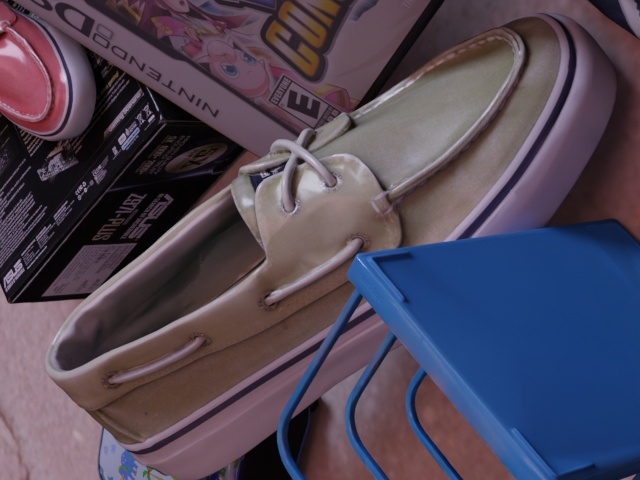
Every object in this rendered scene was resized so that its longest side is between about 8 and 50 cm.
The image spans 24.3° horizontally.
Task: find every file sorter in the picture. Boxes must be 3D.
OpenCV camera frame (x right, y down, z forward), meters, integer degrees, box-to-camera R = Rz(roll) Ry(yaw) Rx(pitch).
[{"bbox_3d":[0.085,0.073,0.615,0.118,0.170,0.104,51,128,29],"label":"file sorter"}]

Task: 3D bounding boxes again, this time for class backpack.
[{"bbox_3d":[-0.074,0.109,0.825,0.114,0.084,0.105,25,106,43],"label":"backpack"}]

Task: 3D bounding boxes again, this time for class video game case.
[{"bbox_3d":[-0.058,-0.161,0.669,0.248,0.035,0.275,33,146,-4],"label":"video game case"}]

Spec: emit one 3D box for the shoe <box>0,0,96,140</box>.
[{"bbox_3d":[-0.202,-0.110,0.825,0.178,0.081,0.063,41,118,35],"label":"shoe"}]

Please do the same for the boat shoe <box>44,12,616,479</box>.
[{"bbox_3d":[0.000,0.000,0.683,0.302,0.094,0.109,-42,37,15],"label":"boat shoe"}]

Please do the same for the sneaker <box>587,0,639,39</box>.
[{"bbox_3d":[0.163,-0.101,0.543,0.350,0.148,0.131,42,120,34],"label":"sneaker"}]

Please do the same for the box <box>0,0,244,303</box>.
[{"bbox_3d":[-0.138,-0.072,0.876,0.180,0.077,0.147,-45,63,35],"label":"box"}]
